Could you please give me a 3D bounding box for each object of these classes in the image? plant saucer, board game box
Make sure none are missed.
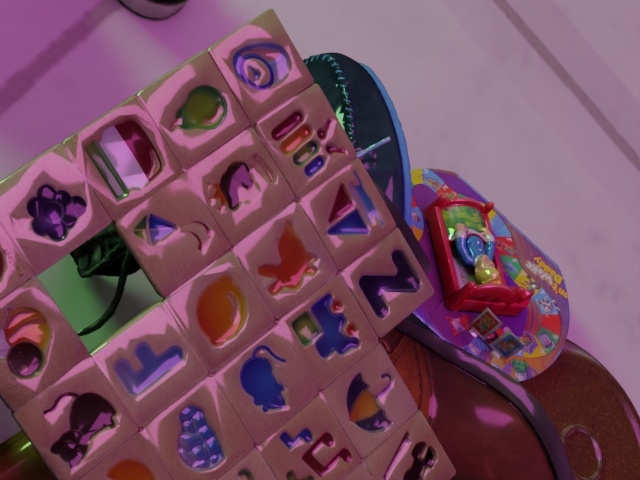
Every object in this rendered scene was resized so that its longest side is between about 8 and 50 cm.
[{"bbox_3d":[0.167,0.149,0.831,0.198,0.036,0.199,15,63,-32],"label":"plant saucer"},{"bbox_3d":[0.109,0.012,0.823,0.168,0.033,0.133,43,47,1],"label":"board game box"}]

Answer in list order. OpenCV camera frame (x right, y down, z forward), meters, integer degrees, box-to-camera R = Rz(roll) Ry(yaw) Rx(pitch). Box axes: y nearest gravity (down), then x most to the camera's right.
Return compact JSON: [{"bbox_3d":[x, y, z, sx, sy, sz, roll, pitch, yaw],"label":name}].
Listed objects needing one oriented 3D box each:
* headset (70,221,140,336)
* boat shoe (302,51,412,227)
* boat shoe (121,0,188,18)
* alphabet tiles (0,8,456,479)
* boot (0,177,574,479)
[{"bbox_3d":[-0.206,0.002,0.506,0.394,0.185,0.244,0,70,-56],"label":"headset"},{"bbox_3d":[0.000,0.000,0.720,0.089,0.109,0.258,12,62,-35],"label":"boat shoe"},{"bbox_3d":[-0.146,-0.242,0.737,0.228,0.068,0.081,47,50,-12],"label":"boat shoe"},{"bbox_3d":[-0.035,0.047,0.539,0.198,0.009,0.237,-38,106,-26],"label":"alphabet tiles"},{"bbox_3d":[-0.022,0.141,0.604,0.280,0.096,0.264,-43,119,-17],"label":"boot"}]
